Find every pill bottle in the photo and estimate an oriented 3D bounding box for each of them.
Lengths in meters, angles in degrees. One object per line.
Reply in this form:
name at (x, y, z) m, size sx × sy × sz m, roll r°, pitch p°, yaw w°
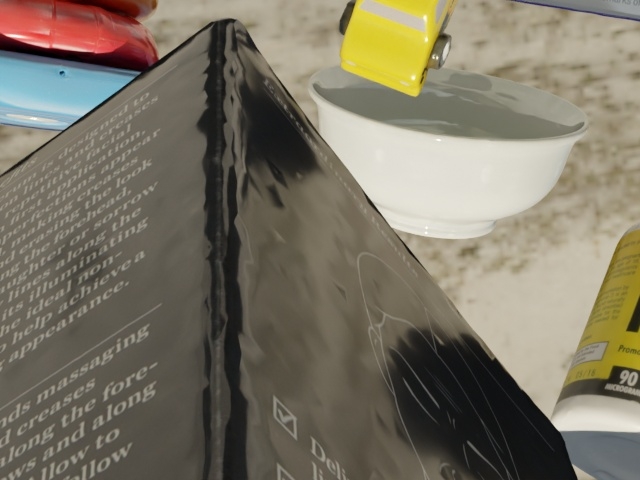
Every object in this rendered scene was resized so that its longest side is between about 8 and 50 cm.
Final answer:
pill bottle at (0.240, 0.059, 1.019) m, size 0.119 × 0.208 × 0.119 m, roll 20°, pitch 154°, yaw 10°

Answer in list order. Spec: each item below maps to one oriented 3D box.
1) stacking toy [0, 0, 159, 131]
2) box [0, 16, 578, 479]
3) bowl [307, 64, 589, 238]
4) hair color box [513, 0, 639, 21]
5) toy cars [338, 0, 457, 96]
stacking toy at (-0.174, -0.227, 0.996) m, size 0.175 × 0.302 × 0.166 m, roll 6°, pitch 178°, yaw -22°
box at (-0.029, 0.149, 0.567) m, size 0.212 × 0.293 × 0.395 m, roll -33°, pitch -154°, yaw 15°
bowl at (0.126, -0.087, 1.604) m, size 0.298 × 0.134 × 0.298 m, roll 6°, pitch -161°, yaw -2°
hair color box at (0.110, -0.261, 0.566) m, size 0.185 × 0.339 × 0.110 m, roll 11°, pitch -152°, yaw 9°
toy cars at (0.173, -0.279, 1.347) m, size 0.394 × 0.176 × 0.087 m, roll -28°, pitch 171°, yaw 7°
